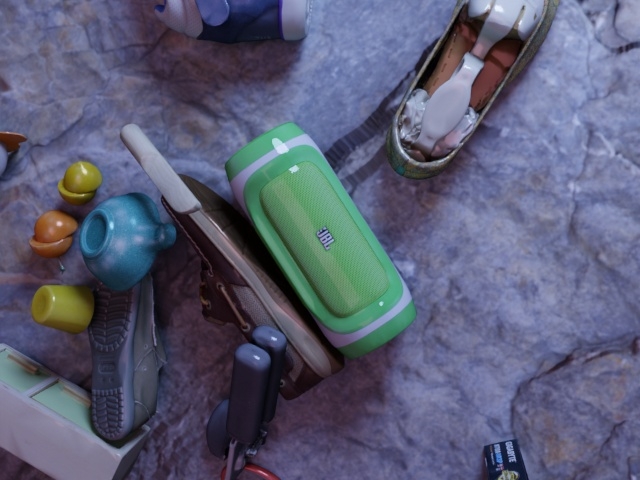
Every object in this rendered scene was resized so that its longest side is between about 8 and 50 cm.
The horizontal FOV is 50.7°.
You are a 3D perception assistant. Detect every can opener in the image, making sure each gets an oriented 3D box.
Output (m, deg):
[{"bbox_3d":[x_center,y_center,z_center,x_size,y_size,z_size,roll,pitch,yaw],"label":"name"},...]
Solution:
[{"bbox_3d":[-0.112,0.218,0.893,0.095,0.076,0.283,25,131,17],"label":"can opener"}]

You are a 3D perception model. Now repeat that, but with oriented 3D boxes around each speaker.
[{"bbox_3d":[0.000,0.000,0.873,0.131,0.131,0.296,-33,91,12],"label":"speaker"}]

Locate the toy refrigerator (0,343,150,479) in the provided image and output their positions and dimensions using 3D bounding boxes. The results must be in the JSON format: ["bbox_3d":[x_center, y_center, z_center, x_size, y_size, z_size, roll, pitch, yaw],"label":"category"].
[{"bbox_3d":[-0.396,0.258,0.986,0.269,0.102,0.094,28,101,6],"label":"toy refrigerator"}]

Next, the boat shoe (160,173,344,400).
[{"bbox_3d":[-0.114,0.068,0.907,0.123,0.123,0.342,-38,96,11],"label":"boat shoe"}]

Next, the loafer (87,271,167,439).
[{"bbox_3d":[-0.273,0.152,0.968,0.094,0.087,0.251,0,85,31],"label":"loafer"}]

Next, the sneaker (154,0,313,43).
[{"bbox_3d":[-0.121,-0.411,0.835,0.236,0.130,0.323,5,104,5],"label":"sneaker"}]

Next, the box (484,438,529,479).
[{"bbox_3d":[0.261,0.393,0.856,0.051,0.175,0.220,-14,94,12],"label":"box"}]

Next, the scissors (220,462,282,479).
[{"bbox_3d":[-0.016,0.416,0.983,0.297,0.021,0.109,21,99,8],"label":"scissors"}]

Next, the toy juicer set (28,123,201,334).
[{"bbox_3d":[-0.274,-0.032,0.912,0.329,0.089,0.209,-36,59,26],"label":"toy juicer set"}]

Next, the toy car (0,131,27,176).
[{"bbox_3d":[-0.528,-0.113,0.921,0.238,0.210,0.219,-23,82,-1],"label":"toy car"}]

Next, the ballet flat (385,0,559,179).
[{"bbox_3d":[0.191,-0.226,0.816,0.123,0.123,0.349,32,101,4],"label":"ballet flat"}]
